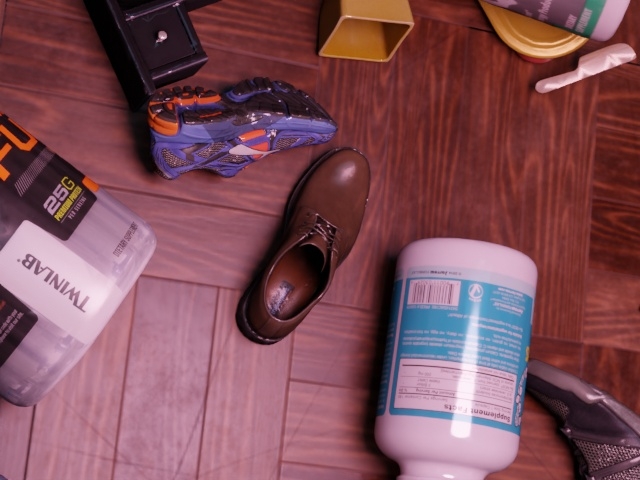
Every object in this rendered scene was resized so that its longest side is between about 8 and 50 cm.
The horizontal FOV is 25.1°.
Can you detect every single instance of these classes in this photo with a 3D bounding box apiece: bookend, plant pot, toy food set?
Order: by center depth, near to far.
[{"bbox_3d":[-0.145,-0.234,1.452,0.156,0.072,0.157,-23,89,-22],"label":"bookend"},{"bbox_3d":[0.044,-0.247,1.519,0.081,0.081,0.083,3,67,-19],"label":"plant pot"},{"bbox_3d":[0.244,-0.268,1.604,0.128,0.071,0.218,-28,88,3],"label":"toy food set"}]

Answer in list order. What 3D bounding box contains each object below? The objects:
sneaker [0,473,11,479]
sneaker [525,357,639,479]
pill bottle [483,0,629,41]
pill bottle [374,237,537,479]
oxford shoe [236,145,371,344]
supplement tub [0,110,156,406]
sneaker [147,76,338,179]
[{"bbox_3d":[-0.378,0.281,1.262,0.163,0.086,0.226,35,61,-22],"label":"sneaker"},{"bbox_3d":[0.285,0.225,1.510,0.227,0.087,0.130,37,88,3],"label":"sneaker"},{"bbox_3d":[0.162,-0.356,1.473,0.361,0.204,0.204,21,73,6],"label":"pill bottle"},{"bbox_3d":[0.133,0.139,1.443,0.146,0.146,0.264,13,77,-17],"label":"pill bottle"},{"bbox_3d":[0.000,0.000,1.450,0.083,0.096,0.227,28,71,-11],"label":"oxford shoe"},{"bbox_3d":[-0.334,-0.024,1.277,0.338,0.207,0.207,37,71,-10],"label":"supplement tub"},{"bbox_3d":[-0.082,-0.109,1.455,0.221,0.087,0.083,-5,41,-32],"label":"sneaker"}]
